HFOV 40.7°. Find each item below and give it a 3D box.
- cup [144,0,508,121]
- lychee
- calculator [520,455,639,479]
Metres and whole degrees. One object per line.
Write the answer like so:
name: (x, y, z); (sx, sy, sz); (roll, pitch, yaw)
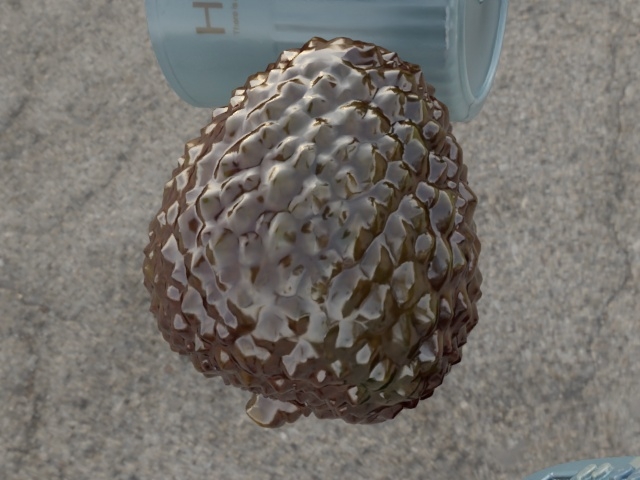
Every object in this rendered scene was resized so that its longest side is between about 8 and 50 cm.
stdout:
cup: (0.032, -0.282, 0.905); (0.311, 0.256, 0.331); (9, 61, 21)
lychee: (0.000, 0.000, 0.588); (0.236, 0.236, 0.271); (21, 106, 27)
calculator: (0.184, 0.233, 0.694); (0.188, 0.303, 0.042); (-28, 85, -29)
